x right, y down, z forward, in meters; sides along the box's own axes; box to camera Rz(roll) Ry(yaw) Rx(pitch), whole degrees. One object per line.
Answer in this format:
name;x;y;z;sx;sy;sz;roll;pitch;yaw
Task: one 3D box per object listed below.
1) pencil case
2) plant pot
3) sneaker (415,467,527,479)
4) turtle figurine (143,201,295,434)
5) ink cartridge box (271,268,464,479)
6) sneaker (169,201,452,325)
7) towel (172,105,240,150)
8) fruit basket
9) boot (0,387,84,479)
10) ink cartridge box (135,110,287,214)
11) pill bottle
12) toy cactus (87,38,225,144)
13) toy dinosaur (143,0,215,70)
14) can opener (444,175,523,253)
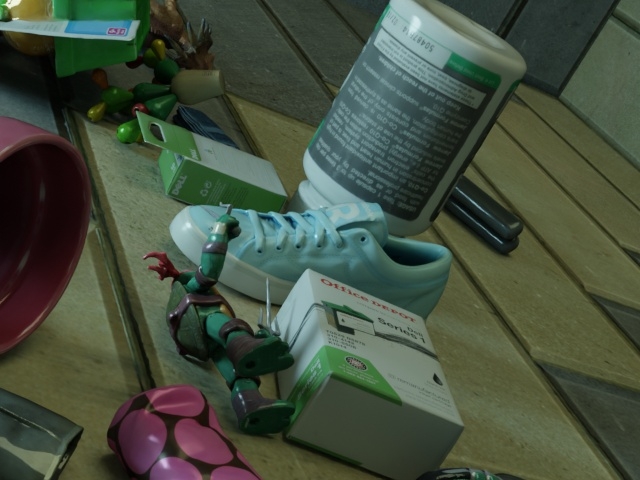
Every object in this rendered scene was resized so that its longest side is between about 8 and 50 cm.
pencil case;-0.077;0.200;0.898;0.098;0.095;0.209;-28;55;-26
plant pot;-0.325;-0.021;0.965;0.180;0.201;0.201;20;16;19
sneaker;0.160;0.264;1.131;0.224;0.083;0.098;20;-1;-31
turtle figurine;-0.094;0.077;1.143;0.234;0.118;0.175;57;-8;49
ink cartridge box;0.042;0.139;1.204;0.160;0.092;0.219;24;21;-18
sneaker;0.000;0.000;1.396;0.366;0.150;0.135;18;22;-30
towel;-0.168;-0.160;1.723;0.067;0.029;0.119;8;29;-48
fruit basket;-0.414;-0.341;1.582;0.353;0.165;0.327;8;22;-5
boot;-0.288;0.132;0.816;0.208;0.076;0.189;37;22;-1
ink cartridge box;-0.156;-0.092;1.526;0.209;0.062;0.109;20;22;-24
pill bottle;0.103;-0.136;1.555;0.204;0.361;0.204;27;20;-10
toy cactus;-0.226;-0.219;1.609;0.181;0.112;0.219;-8;29;11
toy dinosaur;-0.292;-0.364;1.919;0.296;0.127;0.200;13;32;-26
can opener;0.238;-0.072;2.045;0.093;0.074;0.280;-34;59;-30
